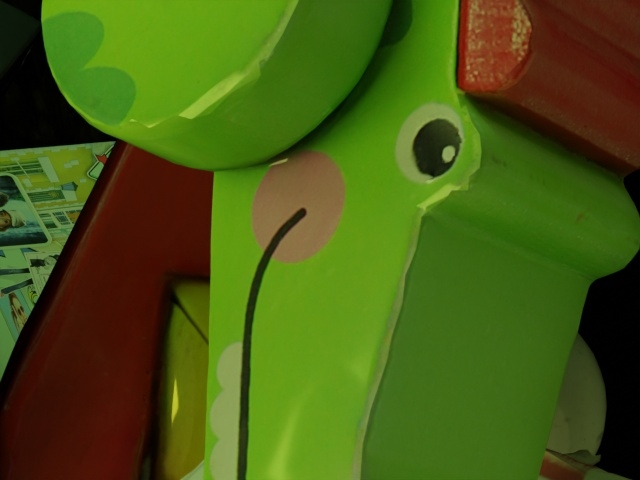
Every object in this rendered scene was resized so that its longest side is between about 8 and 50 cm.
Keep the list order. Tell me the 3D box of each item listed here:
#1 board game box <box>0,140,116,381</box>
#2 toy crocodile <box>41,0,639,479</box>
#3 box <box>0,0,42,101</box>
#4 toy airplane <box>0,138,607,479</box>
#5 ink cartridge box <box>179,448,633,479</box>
[{"bbox_3d":[-0.117,0.058,0.976,0.317,0.213,0.046,55,143,43],"label":"board game box"},{"bbox_3d":[0.027,-0.097,0.374,0.105,0.115,0.340,-10,66,35],"label":"toy crocodile"},{"bbox_3d":[-0.201,-0.006,0.682,0.184,0.103,0.261,-57,9,12],"label":"box"},{"bbox_3d":[0.000,0.000,0.731,0.384,0.272,0.386,-55,10,40],"label":"toy airplane"},{"bbox_3d":[0.103,0.237,0.431,0.384,0.160,0.279,54,162,-20],"label":"ink cartridge box"}]
